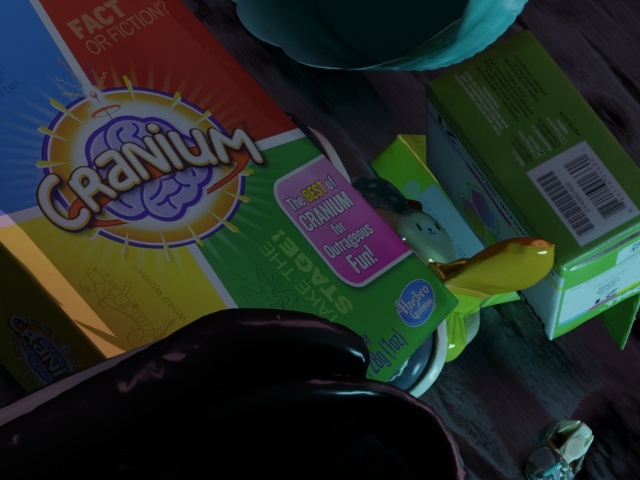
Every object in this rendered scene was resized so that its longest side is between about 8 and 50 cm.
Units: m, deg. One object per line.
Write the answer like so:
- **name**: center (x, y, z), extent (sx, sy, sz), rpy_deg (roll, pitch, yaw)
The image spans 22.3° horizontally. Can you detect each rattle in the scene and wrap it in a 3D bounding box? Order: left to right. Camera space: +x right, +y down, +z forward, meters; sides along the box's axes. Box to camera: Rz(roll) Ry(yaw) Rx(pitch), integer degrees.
- **rattle**: center (0.091, -0.017, 1.212), extent (0.130, 0.142, 0.199), rpy_deg (24, 34, -9)

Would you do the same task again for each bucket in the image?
- **bucket**: center (0.055, -0.274, 1.407), extent (0.281, 0.281, 0.183), rpy_deg (53, 20, 14)

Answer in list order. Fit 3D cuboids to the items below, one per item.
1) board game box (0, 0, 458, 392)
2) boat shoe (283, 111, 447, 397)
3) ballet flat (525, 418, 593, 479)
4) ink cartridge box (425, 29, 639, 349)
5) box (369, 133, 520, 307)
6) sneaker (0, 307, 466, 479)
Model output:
- **board game box**: center (-0.098, -0.013, 0.886), extent (0.316, 0.064, 0.242), rpy_deg (47, 39, 1)
- **boat shoe**: center (0.000, 0.000, 1.072), extent (0.079, 0.095, 0.254), rpy_deg (24, 31, -45)
- **ballet flat**: center (0.184, 0.155, 1.212), extent (0.041, 0.041, 0.114), rpy_deg (49, 23, 4)
- **ink cartridge box**: center (0.169, -0.012, 1.284), extent (0.189, 0.097, 0.255), rpy_deg (56, -13, 25)
- **box**: center (0.128, -0.012, 1.376), extent (0.178, 0.042, 0.109), rpy_deg (54, 24, 15)
- **sneaker**: center (-0.013, 0.143, 0.574), extent (0.447, 0.257, 0.169), rpy_deg (10, 61, -50)
